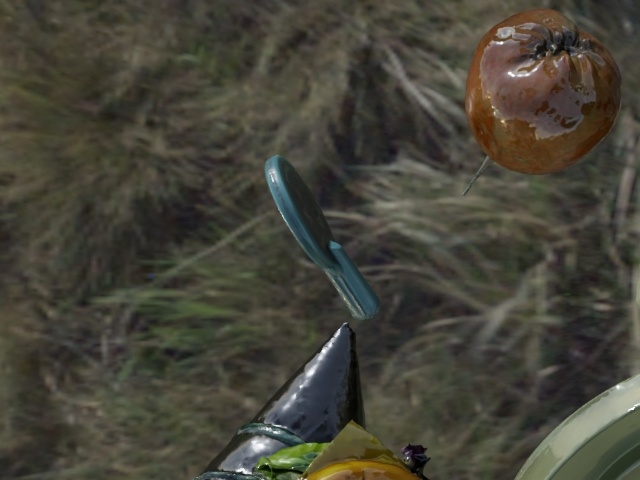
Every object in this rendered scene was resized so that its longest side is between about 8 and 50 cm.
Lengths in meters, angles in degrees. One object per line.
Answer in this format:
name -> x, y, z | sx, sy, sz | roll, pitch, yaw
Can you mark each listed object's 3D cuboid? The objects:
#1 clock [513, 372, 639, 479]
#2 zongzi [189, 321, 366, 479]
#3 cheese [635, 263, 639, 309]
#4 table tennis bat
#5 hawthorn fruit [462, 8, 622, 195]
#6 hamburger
clock -> 0.215, 0.160, 0.871 | 0.235, 0.235, 0.029 | -46, 32, 18
zongzi -> -0.052, 0.271, 1.420 | 0.319, 0.383, 0.362 | 17, 112, 28
cheese -> 0.489, 0.067, 1.586 | 0.326, 0.318, 0.115 | 57, 144, 27
table tennis bat -> 0.000, 0.000, 1.566 | 0.033, 0.124, 0.201 | -29, 110, 13
hawthorn fruit -> 0.199, -0.131, 1.416 | 0.149, 0.189, 0.149 | 4, 72, -12
hamburger -> 0.022, 0.220, 1.034 | 0.189, 0.164, 0.093 | 56, 154, 6
